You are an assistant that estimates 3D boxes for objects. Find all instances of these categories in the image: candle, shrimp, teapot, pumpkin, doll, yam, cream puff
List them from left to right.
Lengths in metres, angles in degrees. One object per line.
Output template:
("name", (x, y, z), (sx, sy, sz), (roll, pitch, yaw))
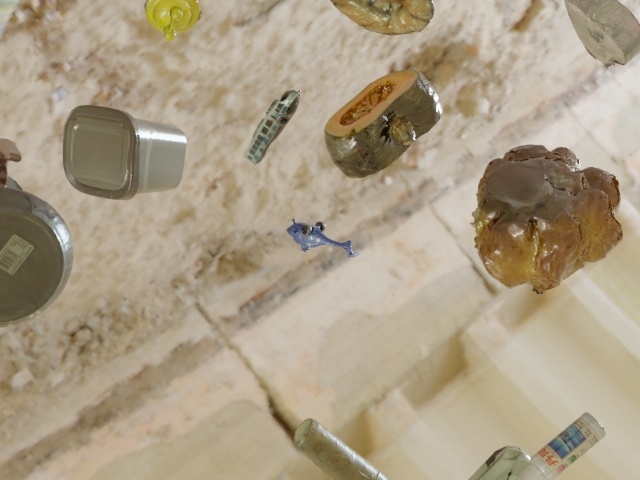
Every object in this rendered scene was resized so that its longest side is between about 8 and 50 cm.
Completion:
("teapot", (-0.600, -0.026, 1.787), (0.253, 0.344, 0.300), (14, 100, -30))
("doll", (-0.269, -0.442, 1.699), (0.135, 0.241, 0.099), (-34, 140, 19))
("shrimp", (0.084, -0.506, 1.859), (0.365, 0.233, 0.071), (42, 64, -45))
("yam", (0.092, 0.488, 1.974), (0.083, 0.371, 0.083), (-41, -162, 16))
("pumpkin", (0.163, -0.289, 2.391), (0.317, 0.139, 0.222), (-38, -150, -17))
("cream puff", (0.331, -0.036, 1.485), (0.269, 0.241, 0.155), (-44, 139, -24))
("candle", (0.518, -0.400, 1.806), (0.068, 0.168, 0.192), (-39, -170, 4))

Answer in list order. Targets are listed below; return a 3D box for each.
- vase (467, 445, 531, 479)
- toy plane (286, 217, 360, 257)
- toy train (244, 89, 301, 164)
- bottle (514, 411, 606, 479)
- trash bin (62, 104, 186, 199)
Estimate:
("vase", (0.364, 0.641, 2.316), (0.360, 0.165, 0.165), (-38, 171, 4))
("toy plane", (0.000, 0.000, 1.881), (0.054, 0.167, 0.062), (-13, 113, -52))
("toy train", (-0.091, -0.221, 1.868), (0.043, 0.047, 0.207), (-54, -178, -40))
("bottle", (0.426, 0.404, 1.798), (0.217, 0.060, 0.060), (-40, 170, -5))
("trash bin", (-0.474, -0.215, 2.427), (0.250, 0.220, 0.219), (-7, 108, -63))
